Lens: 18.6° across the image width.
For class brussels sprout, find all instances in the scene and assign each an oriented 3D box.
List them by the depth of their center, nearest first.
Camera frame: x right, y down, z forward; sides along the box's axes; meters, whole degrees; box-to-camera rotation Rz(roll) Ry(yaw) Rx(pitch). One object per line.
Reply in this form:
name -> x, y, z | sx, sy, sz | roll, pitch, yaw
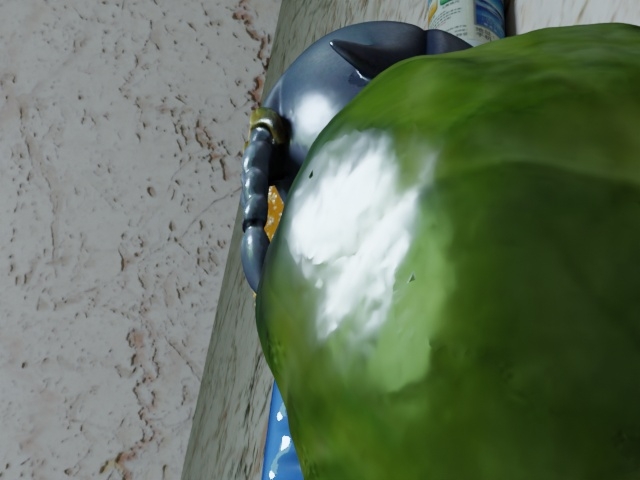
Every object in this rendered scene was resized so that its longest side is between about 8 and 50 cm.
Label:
brussels sprout -> 0.085, 0.040, 0.680 | 0.271, 0.210, 0.219 | 93, 166, -70

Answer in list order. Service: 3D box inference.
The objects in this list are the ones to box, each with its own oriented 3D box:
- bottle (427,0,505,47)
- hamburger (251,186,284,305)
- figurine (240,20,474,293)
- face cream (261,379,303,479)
bottle -> 0.105, -0.172, 1.427 | 0.217, 0.060, 0.060 | -88, 14, -52
hamburger -> 0.000, 0.000, 1.671 | 0.173, 0.116, 0.210 | -92, 17, -55
figurine -> 0.049, -0.032, 1.227 | 0.175, 0.197, 0.265 | -47, 13, 18
face cream -> 0.008, 0.188, 1.088 | 0.149, 0.083, 0.264 | 49, -137, -57
